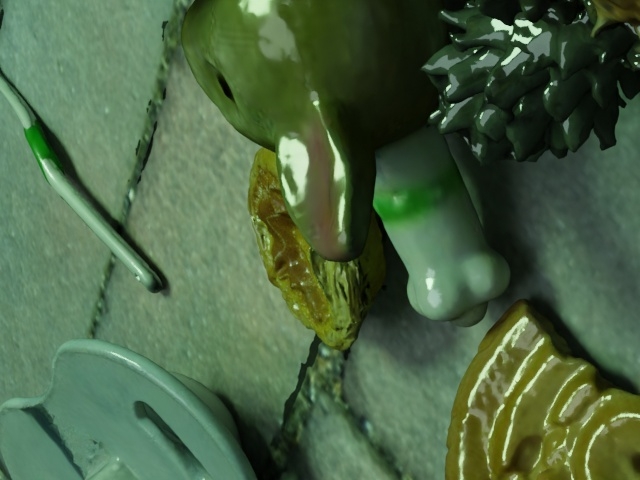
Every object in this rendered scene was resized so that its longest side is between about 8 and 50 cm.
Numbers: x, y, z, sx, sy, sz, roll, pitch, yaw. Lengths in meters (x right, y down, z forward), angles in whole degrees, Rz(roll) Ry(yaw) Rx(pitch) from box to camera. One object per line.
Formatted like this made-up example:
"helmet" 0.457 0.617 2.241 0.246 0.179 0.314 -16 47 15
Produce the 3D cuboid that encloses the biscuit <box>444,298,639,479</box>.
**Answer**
"biscuit" 0.130 0.137 0.717 0.144 0.033 0.224 -53 53 14

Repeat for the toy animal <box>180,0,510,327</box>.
"toy animal" -0.016 -0.128 0.732 0.180 0.181 0.363 3 101 33

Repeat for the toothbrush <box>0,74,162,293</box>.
"toothbrush" -0.203 -0.062 1.130 0.304 0.030 0.030 46 135 31

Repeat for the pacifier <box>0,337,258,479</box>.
"pacifier" -0.150 0.198 1.006 0.227 0.207 0.279 52 141 2

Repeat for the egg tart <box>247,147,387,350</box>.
"egg tart" 0.000 0.000 0.851 0.130 0.052 0.130 54 156 38

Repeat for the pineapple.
"pineapple" 0.136 -0.110 0.580 0.158 0.157 0.279 64 150 15
